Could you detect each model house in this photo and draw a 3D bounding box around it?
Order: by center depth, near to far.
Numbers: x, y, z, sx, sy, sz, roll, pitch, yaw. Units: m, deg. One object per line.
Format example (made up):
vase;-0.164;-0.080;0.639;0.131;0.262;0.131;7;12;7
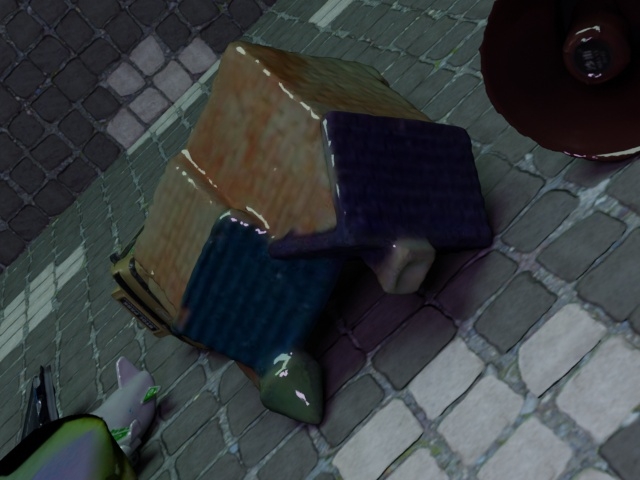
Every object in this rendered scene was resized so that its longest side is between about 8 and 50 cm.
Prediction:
model house;0.000;0.000;1.079;0.280;0.245;0.312;42;116;39

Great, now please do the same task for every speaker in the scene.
speaker;0.311;-0.256;1.026;0.259;0.198;0.329;-43;8;43

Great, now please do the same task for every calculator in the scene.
calculator;-0.374;0.278;1.417;0.274;0.028;0.165;-140;65;-69

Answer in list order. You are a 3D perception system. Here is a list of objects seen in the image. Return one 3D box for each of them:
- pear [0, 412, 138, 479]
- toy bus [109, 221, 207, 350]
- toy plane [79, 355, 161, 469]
pear;-0.265;0.361;0.940;0.399;0.165;0.399;-38;22;18
toy bus;-0.107;-0.032;1.390;0.202;0.177;0.365;-22;27;52
toy plane;-0.256;0.228;1.300;0.174;0.080;0.174;-37;24;20
